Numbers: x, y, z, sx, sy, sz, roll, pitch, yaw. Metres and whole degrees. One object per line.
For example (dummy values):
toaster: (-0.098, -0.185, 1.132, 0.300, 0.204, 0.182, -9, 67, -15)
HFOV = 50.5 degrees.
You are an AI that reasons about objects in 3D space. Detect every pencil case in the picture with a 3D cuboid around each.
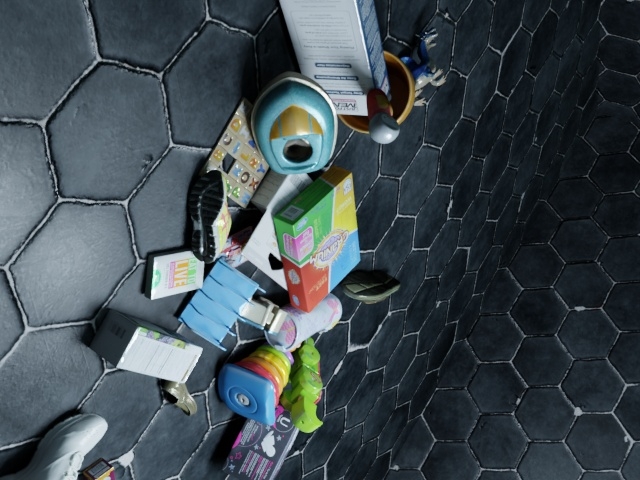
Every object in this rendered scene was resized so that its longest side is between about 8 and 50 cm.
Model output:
pencil case: (-0.046, 0.223, 1.907, 0.273, 0.113, 0.124, -14, 121, -61)

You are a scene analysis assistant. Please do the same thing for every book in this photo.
book: (-0.319, 0.068, 1.490, 0.144, 0.035, 0.096, -13, 118, -52)

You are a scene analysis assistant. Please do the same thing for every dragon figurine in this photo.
dragon figurine: (0.253, -0.462, 1.922, 0.289, 0.144, 0.085, -47, 152, 9)

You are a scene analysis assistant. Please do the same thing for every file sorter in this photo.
file sorter: (-0.224, 0.149, 1.553, 0.118, 0.104, 0.170, 36, 84, -21)

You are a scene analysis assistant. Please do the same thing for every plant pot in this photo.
plant pot: (0.154, -0.377, 1.745, 0.188, 0.205, 0.205, -19, 129, -69)

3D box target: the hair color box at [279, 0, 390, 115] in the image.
hair color box: (0.038, -0.440, 1.507, 0.347, 0.174, 0.105, 71, 33, -50)

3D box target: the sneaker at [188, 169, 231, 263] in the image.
sneaker: (-0.235, -0.060, 1.491, 0.094, 0.081, 0.208, -41, 146, -61)

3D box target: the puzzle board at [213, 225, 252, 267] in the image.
puzzle board: (-0.210, 0.028, 1.643, 0.128, 0.011, 0.096, -30, 135, -43)

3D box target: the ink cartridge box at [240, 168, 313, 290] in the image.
ink cartridge box: (-0.088, -0.033, 1.731, 0.261, 0.066, 0.296, -59, 149, -10)

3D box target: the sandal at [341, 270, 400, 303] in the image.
sandal: (0.169, 0.166, 2.231, 0.303, 0.120, 0.086, -1, 126, -57)

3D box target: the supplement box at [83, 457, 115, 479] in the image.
supplement box: (-0.502, 0.548, 1.543, 0.055, 0.043, 0.083, -33, 138, -44)

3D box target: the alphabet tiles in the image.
alphabet tiles: (-0.163, -0.210, 1.544, 0.237, 0.009, 0.198, -61, 149, -5)

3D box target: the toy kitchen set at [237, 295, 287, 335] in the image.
toy kitchen set: (-0.210, 0.183, 1.709, 0.207, 0.166, 0.122, 29, 86, -23)

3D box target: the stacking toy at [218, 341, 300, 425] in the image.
stacking toy: (-0.134, 0.341, 1.876, 0.302, 0.165, 0.175, -47, 147, -47)

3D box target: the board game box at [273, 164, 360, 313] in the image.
board game box: (0.000, 0.000, 1.762, 0.242, 0.064, 0.316, -44, 143, -32)

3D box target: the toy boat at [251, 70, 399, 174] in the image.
toy boat: (0.008, -0.252, 1.487, 0.267, 0.318, 0.148, 77, 4, -49)

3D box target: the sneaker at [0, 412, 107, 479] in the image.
sneaker: (-0.535, 0.476, 1.357, 0.297, 0.129, 0.111, -47, 143, -29)

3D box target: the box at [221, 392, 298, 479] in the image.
box: (-0.151, 0.571, 1.961, 0.247, 0.142, 0.163, -62, 170, -3)

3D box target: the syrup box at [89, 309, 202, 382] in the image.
syrup box: (-0.370, 0.233, 1.466, 0.096, 0.093, 0.237, -62, 149, -5)

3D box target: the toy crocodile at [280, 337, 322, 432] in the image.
toy crocodile: (-0.042, 0.398, 1.930, 0.115, 0.105, 0.340, -48, -161, 18)

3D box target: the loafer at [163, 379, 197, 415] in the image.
loafer: (-0.347, 0.381, 1.653, 0.050, 0.056, 0.148, -43, 133, -31)
